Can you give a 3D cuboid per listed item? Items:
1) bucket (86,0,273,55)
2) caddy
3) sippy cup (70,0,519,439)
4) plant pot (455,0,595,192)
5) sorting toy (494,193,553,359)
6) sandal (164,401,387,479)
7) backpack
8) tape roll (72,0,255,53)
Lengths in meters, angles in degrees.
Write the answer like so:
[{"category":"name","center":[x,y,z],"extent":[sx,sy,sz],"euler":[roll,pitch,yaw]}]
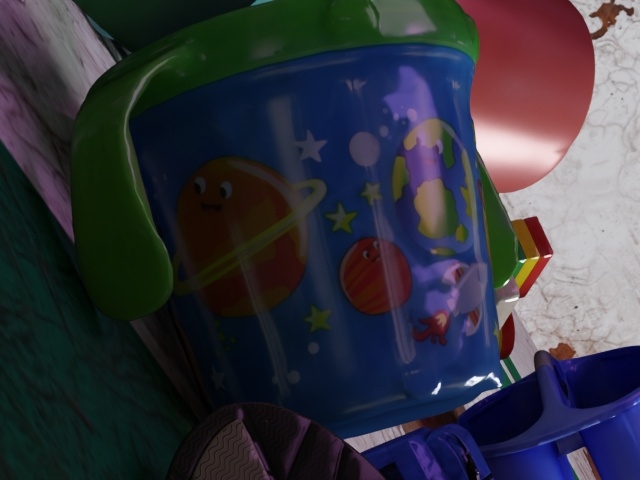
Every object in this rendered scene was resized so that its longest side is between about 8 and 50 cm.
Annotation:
[{"category":"bucket","center":[-0.084,-0.243,1.257],"extent":[0.281,0.183,0.281],"euler":[60,9,-16]},{"category":"caddy","center":[0.270,0.206,1.832],"extent":[0.341,0.241,0.179],"euler":[-41,110,-82]},{"category":"sippy cup","center":[0.000,0.000,0.969],"extent":[0.240,0.305,0.224],"euler":[138,-61,-70]},{"category":"plant pot","center":[0.091,-0.159,1.476],"extent":[0.243,0.275,0.275],"euler":[11,44,-37]},{"category":"sorting toy","center":[0.135,0.004,1.706],"extent":[0.255,0.089,0.257],"euler":[112,-39,-56]},{"category":"sandal","center":[0.019,0.210,0.835],"extent":[0.303,0.120,0.086],"euler":[52,-30,-20]},{"category":"backpack","center":[0.079,0.197,1.192],"extent":[0.120,0.101,0.098],"euler":[67,16,6]},{"category":"tape roll","center":[-0.163,-0.245,0.970],"extent":[0.321,0.077,0.321],"euler":[50,7,-9]}]
